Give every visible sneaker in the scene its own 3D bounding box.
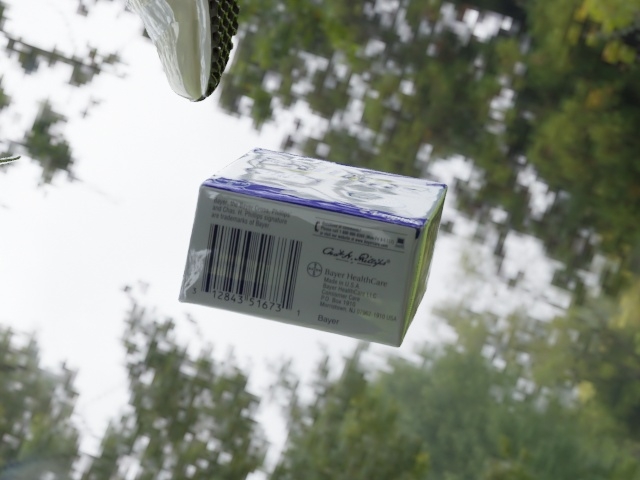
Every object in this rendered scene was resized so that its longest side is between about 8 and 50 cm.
[{"bbox_3d":[-0.080,-0.137,0.668,0.057,0.075,0.161,-70,-24,-64],"label":"sneaker"}]

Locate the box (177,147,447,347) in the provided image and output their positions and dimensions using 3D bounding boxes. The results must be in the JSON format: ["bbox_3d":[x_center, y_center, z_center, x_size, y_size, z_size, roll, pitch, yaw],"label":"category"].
[{"bbox_3d":[0.000,0.000,0.898,0.137,0.126,0.072,-50,-29,-75],"label":"box"}]

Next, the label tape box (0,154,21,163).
[{"bbox_3d":[-0.396,-0.054,1.030,0.240,0.333,0.106,-56,-50,-83],"label":"label tape box"}]
